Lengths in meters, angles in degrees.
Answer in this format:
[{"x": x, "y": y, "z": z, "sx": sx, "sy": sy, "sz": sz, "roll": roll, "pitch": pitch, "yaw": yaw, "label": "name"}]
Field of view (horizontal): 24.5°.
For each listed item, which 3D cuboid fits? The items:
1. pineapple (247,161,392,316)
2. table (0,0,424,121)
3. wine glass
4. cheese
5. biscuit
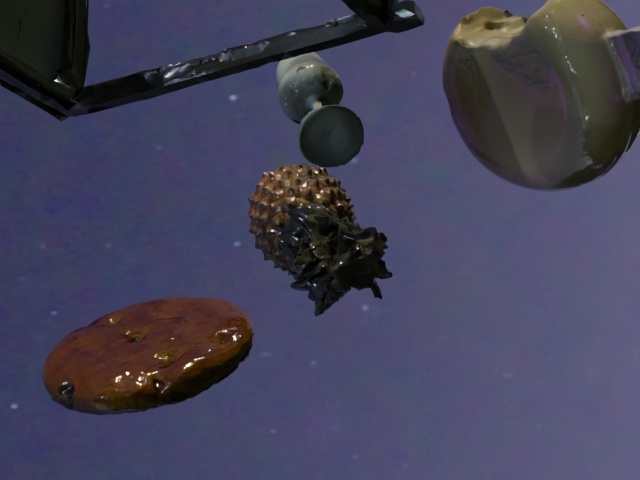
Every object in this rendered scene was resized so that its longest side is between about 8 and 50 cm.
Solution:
[{"x": 0.000, "y": 0.000, "z": 0.900, "sx": 0.074, "sy": 0.159, "sz": 0.074, "roll": -5, "pitch": -71, "yaw": -14, "label": "pineapple"}, {"x": -0.107, "y": -0.289, "z": 0.897, "sx": 0.222, "sy": 0.272, "sz": 0.335, "roll": 33, "pitch": -129, "yaw": -56, "label": "table"}, {"x": -0.005, "y": -0.156, "z": 1.696, "sx": 0.079, "sy": 0.079, "sz": 0.195, "roll": 56, "pitch": -173, "yaw": -29, "label": "wine glass"}, {"x": 0.204, "y": -0.126, "z": 1.123, "sx": 0.082, "sy": 0.286, "sz": 0.163, "roll": -26, "pitch": -85, "yaw": -30, "label": "cheese"}, {"x": -0.161, "y": 0.103, "z": 1.398, "sx": 0.212, "sy": 0.212, "sz": 0.036, "roll": -35, "pitch": -58, "yaw": -46, "label": "biscuit"}]
